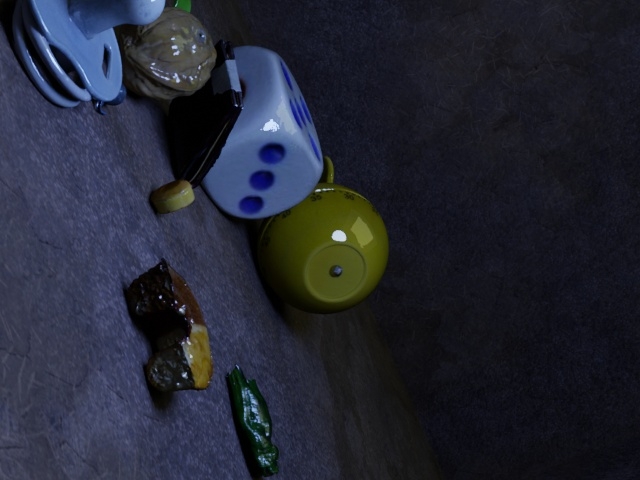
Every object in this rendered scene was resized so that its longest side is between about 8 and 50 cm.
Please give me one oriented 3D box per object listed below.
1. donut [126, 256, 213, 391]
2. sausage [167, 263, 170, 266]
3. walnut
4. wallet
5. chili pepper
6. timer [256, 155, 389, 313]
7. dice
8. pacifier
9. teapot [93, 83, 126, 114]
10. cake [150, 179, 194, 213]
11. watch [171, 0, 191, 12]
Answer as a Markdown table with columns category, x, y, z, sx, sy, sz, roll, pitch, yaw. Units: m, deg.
| category | x | y | z | sx | sy | sz | roll | pitch | yaw |
| --- | --- | --- | --- | --- | --- | --- | --- | --- | --- |
| donut | -0.244 | 0.157 | 1.637 | 0.141 | 0.085 | 0.217 | 47 | 25 | -67 |
| sausage | -0.264 | 0.094 | 1.820 | 0.031 | 0.031 | 0.107 | -88 | 155 | -67 |
| walnut | -0.318 | -0.381 | 2.037 | 0.245 | 0.198 | 0.198 | -16 | 84 | -60 |
| wallet | -0.249 | -0.271 | 2.137 | 0.071 | 0.262 | 0.221 | 16 | 44 | -29 |
| chili pepper | -0.129 | 0.348 | 1.944 | 0.098 | 0.061 | 0.224 | 36 | 36 | -61 |
| timer | 0.000 | 0.000 | 2.588 | 0.376 | 0.376 | 0.387 | 64 | -2 | -29 |
| dice | -0.165 | -0.258 | 2.408 | 0.304 | 0.277 | 0.304 | 55 | 15 | -51 |
| pacifier | -0.364 | -0.366 | 1.643 | 0.299 | 0.233 | 0.244 | 55 | 19 | -50 |
| teapot | -0.397 | -0.270 | 1.844 | 0.049 | 0.063 | 0.083 | 38 | 10 | 8 |
| cake | -0.286 | -0.086 | 1.933 | 0.084 | 0.084 | 0.044 | -88 | 157 | -67 |
| watch | -0.375 | -0.538 | 2.206 | 0.131 | 0.152 | 0.165 | 38 | 33 | -67 |
